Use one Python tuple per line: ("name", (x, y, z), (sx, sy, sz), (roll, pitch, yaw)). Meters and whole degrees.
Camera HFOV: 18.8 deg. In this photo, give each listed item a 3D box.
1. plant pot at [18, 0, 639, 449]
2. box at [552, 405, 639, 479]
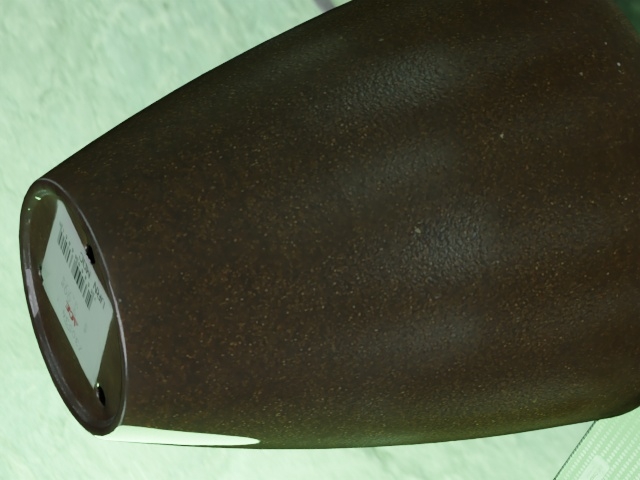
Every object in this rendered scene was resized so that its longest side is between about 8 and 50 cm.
("plant pot", (0.000, 0.000, 0.810), (0.215, 0.230, 0.215), (37, 134, 51))
("box", (0.224, 0.118, 0.824), (0.216, 0.060, 0.270), (46, 145, 17))
